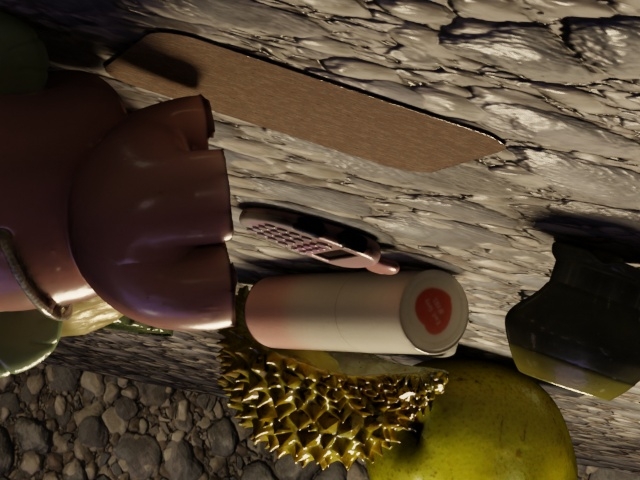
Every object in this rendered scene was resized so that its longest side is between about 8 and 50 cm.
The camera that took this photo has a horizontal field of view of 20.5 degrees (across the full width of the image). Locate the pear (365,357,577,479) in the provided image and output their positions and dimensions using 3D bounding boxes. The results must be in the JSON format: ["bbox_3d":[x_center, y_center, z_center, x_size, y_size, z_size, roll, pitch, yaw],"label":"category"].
[{"bbox_3d":[0.192,0.286,2.343,0.294,0.294,0.294,13,170,2],"label":"pear"}]

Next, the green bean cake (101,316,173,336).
[{"bbox_3d":[-0.290,0.068,2.251,0.185,0.094,0.183,19,168,-32],"label":"green bean cake"}]

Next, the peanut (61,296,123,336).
[{"bbox_3d":[-0.217,-0.006,1.543,0.192,0.170,0.387,10,171,-13],"label":"peanut"}]

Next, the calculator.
[{"bbox_3d":[0.000,0.000,1.707,0.166,0.024,0.103,20,168,-21],"label":"calculator"}]

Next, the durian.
[{"bbox_3d":[-0.002,0.173,2.113,0.306,0.166,0.172,12,129,23],"label":"durian"}]

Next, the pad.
[{"bbox_3d":[-0.013,-0.094,1.260,0.266,0.002,0.176,17,170,-18],"label":"pad"}]

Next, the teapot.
[{"bbox_3d":[0.229,0.069,1.516,0.130,0.119,0.165,19,180,14],"label":"teapot"}]

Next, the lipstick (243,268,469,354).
[{"bbox_3d":[0.031,0.076,1.900,0.087,0.087,0.327,19,169,-29],"label":"lipstick"}]

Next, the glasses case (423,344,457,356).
[{"bbox_3d":[0.098,0.101,2.050,0.076,0.049,0.197,13,172,28],"label":"glasses case"}]

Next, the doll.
[{"bbox_3d":[-0.204,-0.025,1.236,0.268,0.284,0.216,-6,-155,-9],"label":"doll"}]
